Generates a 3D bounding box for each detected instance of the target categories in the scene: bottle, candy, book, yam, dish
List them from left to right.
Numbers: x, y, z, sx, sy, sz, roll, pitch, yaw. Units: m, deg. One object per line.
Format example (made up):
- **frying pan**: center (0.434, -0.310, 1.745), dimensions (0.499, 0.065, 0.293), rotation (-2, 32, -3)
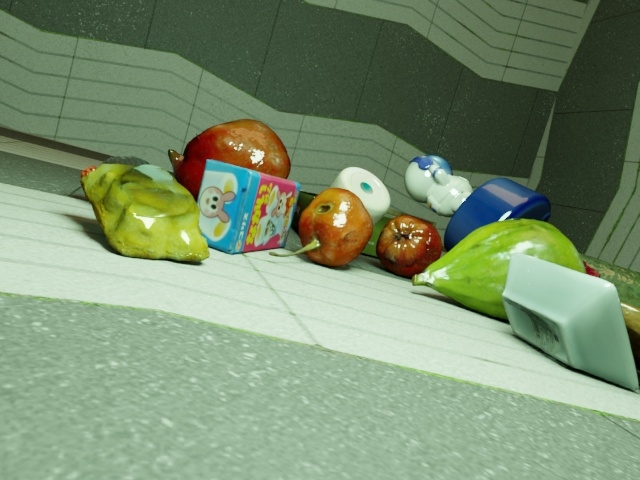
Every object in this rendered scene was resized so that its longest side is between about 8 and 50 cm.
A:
- **candy**: center (-0.144, -0.066, 1.046), dimensions (0.100, 0.157, 0.306), rotation (17, 6, 13)
- **bottle**: center (0.054, -0.057, 1.274), dimensions (0.148, 0.236, 0.147), rotation (21, 44, -21)
- **book**: center (0.223, -0.105, 1.762), dimensions (0.311, 0.021, 0.217), rotation (13, 5, -32)
- **dish**: center (0.380, 0.132, 0.828), dimensions (0.080, 0.181, 0.243), rotation (-23, 14, -9)
- **yam**: center (0.852, 0.153, 1.546), dimensions (0.300, 0.195, 0.195), rotation (19, 6, 20)

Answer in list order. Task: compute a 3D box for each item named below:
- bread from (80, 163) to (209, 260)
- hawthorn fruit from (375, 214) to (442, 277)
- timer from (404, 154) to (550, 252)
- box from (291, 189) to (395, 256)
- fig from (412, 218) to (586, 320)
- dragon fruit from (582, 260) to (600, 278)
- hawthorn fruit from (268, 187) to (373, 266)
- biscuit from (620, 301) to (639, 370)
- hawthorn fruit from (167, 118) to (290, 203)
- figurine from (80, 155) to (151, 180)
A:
- **bread**: center (-0.263, -0.051, 0.777), dimensions (0.161, 0.088, 0.233), rotation (-2, 37, -37)
- **hawthorn fruit**: center (0.227, 0.023, 1.309), dimensions (0.174, 0.173, 0.179), rotation (16, -21, -3)
- **timer**: center (0.374, -0.102, 1.354), dimensions (0.271, 0.270, 0.383), rotation (9, 30, -50)
- **box**: center (0.121, -0.045, 1.683), dimensions (0.421, 0.138, 0.373), rotation (16, 6, -12)
- **fig**: center (0.377, 0.046, 1.064), dimensions (0.314, 0.232, 0.233), rotation (22, 6, -2)
- **dragon fruit**: center (0.641, 0.105, 1.451), dimensions (0.262, 0.189, 0.163), rotation (19, -4, 21)
- **hawthorn fruit**: center (0.000, 0.000, 1.054), dimensions (0.165, 0.165, 0.285), rotation (19, 35, 24)
- **biscuit**: center (0.537, 0.176, 0.824), dimensions (0.278, 0.043, 0.301), rotation (36, -4, -5)
- **hawthorn fruit**: center (-0.225, -0.177, 1.358), dimensions (0.312, 0.294, 0.295), rotation (-28, 31, -29)
- **figurine**: center (-0.364, -0.093, 0.972), dimensions (0.138, 0.110, 0.246), rotation (7, 18, -39)
